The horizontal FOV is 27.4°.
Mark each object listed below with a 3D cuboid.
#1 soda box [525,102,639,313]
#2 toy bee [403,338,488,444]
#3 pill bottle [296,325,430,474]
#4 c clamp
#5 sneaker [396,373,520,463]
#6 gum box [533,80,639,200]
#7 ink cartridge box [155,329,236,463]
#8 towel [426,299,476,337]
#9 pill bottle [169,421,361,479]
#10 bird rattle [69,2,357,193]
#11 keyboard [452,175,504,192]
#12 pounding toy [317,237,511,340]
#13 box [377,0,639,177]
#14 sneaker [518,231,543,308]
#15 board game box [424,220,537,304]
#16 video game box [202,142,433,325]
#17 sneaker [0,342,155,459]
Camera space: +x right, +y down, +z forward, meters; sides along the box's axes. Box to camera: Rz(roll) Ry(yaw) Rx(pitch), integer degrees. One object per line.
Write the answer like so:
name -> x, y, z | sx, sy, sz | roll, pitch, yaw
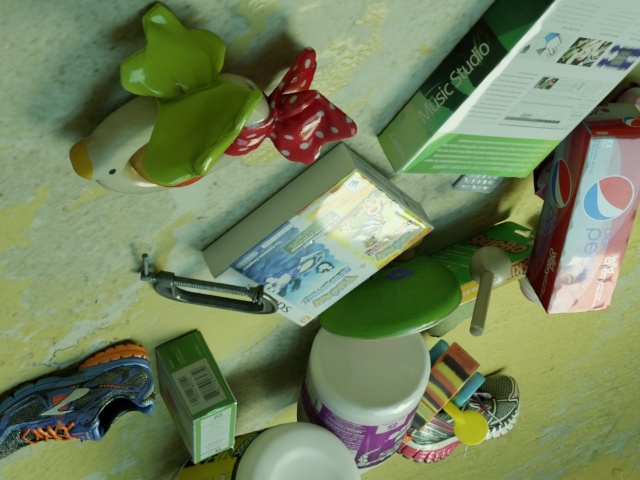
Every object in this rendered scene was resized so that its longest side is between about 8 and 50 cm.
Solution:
soda box -> 0.329, -0.037, 1.618 | 0.092, 0.083, 0.263 | -3, 125, -13
toy bee -> 0.176, 0.247, 2.021 | 0.162, 0.195, 0.298 | -48, 151, -5
pill bottle -> 0.054, 0.231, 1.891 | 0.169, 0.169, 0.301 | -22, 155, -18
c clamp -> -0.121, 0.056, 1.434 | 0.160, 0.022, 0.137 | 11, 161, -8
sneaker -> 0.257, 0.299, 2.347 | 0.299, 0.120, 0.112 | -19, 124, -43
gum box -> 0.374, -0.103, 1.670 | 0.107, 0.062, 0.188 | 36, 121, -18
ink cartridge box -> -0.158, 0.212, 1.678 | 0.062, 0.109, 0.209 | -23, 156, -16
towel -> 0.194, 0.099, 1.973 | 0.110, 0.027, 0.148 | -35, 156, 8
pill bottle -> -0.099, 0.370, 1.883 | 0.187, 0.188, 0.334 | -14, 174, -33
bird rattle -> -0.105, -0.108, 1.151 | 0.207, 0.143, 0.253 | -28, 172, 23
keyboard -> 0.258, -0.141, 1.587 | 0.072, 0.014, 0.256 | -5, 145, -45
pounding toy -> 0.101, 0.034, 1.615 | 0.236, 0.110, 0.183 | -3, -157, 24
box -> 0.238, -0.189, 1.410 | 0.232, 0.058, 0.322 | -1, 141, -45
sneaker -> 0.349, 0.050, 1.965 | 0.111, 0.103, 0.252 | -35, 156, 7
board game box -> 0.179, 0.043, 1.741 | 0.259, 0.124, 0.039 | -25, 114, -18
video game box -> 0.000, 0.000, 1.485 | 0.205, 0.048, 0.187 | -38, 146, 15
sneaker -> -0.290, 0.199, 1.525 | 0.221, 0.087, 0.083 | -27, 156, -9
